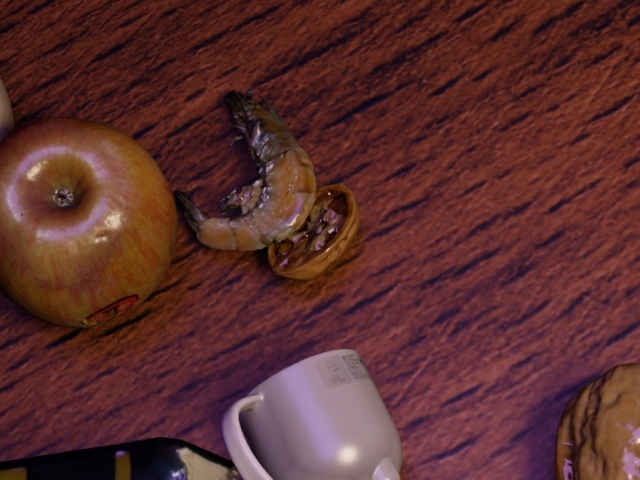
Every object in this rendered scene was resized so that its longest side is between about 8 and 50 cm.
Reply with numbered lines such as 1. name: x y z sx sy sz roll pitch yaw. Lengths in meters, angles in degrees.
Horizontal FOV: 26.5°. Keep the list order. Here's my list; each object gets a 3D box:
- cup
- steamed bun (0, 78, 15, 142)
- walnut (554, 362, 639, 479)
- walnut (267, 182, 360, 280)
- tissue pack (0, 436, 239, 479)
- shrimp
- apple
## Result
1. cup: 0.003 0.192 1.272 0.134 0.173 0.142 -30 66 5
2. steamed bun: -0.491 -0.112 1.457 0.324 0.206 0.324 -2 67 6
3. walnut: 0.291 0.206 1.236 0.155 0.155 0.184 1 63 8
4. walnut: 0.000 0.000 1.420 0.091 0.052 0.121 23 69 47
5. tissue pack: -0.269 0.319 1.159 0.417 0.264 0.253 -11 74 4
6. shrimp: -0.088 -0.073 1.463 0.150 0.051 0.217 -32 50 8
7. apple: -0.252 -0.017 1.393 0.211 0.188 0.211 -2 69 6
